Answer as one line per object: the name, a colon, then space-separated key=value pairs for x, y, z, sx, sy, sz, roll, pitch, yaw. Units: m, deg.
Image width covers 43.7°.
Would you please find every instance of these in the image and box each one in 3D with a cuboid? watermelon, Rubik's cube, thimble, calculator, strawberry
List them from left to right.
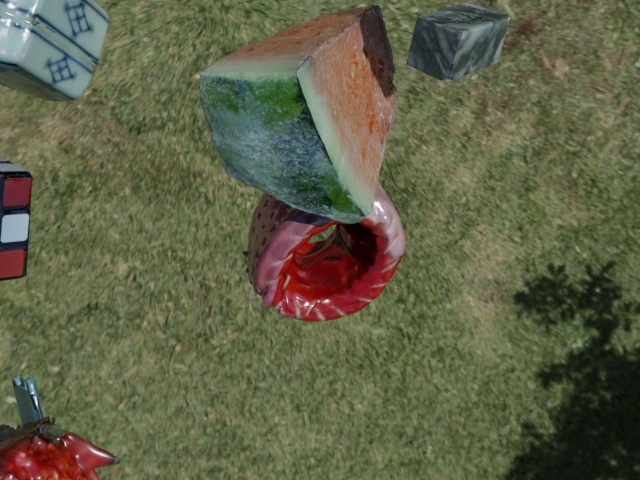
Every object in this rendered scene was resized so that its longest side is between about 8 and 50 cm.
strawberry: x=-0.271 y=0.216 z=0.577 sx=0.174 sy=0.228 sz=0.098 roll=-20 pitch=97 yaw=35
Rubik's cube: x=-0.509 y=-0.036 z=1.093 sx=0.163 sy=0.160 sz=0.162 roll=-7 pitch=115 yaw=-49
calculator: x=-0.403 y=0.259 z=1.125 sx=0.019 sy=0.094 sz=0.141 roll=-15 pitch=97 yaw=-41
watermelon: x=0.005 y=-0.154 z=0.848 sx=0.139 sy=0.257 sz=0.193 roll=6 pitch=134 yaw=27
thimble: x=0.007 y=-0.003 z=0.958 sx=0.163 sy=0.125 sz=0.189 roll=29 pitch=115 yaw=-31

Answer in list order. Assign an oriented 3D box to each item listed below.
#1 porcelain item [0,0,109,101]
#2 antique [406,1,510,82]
porcelain item: x=-0.457 y=-0.305 z=1.080 sx=0.285 sy=0.281 sz=0.157 roll=19 pitch=86 yaw=9
antique: x=0.238 y=-0.339 z=1.346 sx=0.088 sy=0.183 sz=0.086 roll=32 pitch=130 yaw=28
